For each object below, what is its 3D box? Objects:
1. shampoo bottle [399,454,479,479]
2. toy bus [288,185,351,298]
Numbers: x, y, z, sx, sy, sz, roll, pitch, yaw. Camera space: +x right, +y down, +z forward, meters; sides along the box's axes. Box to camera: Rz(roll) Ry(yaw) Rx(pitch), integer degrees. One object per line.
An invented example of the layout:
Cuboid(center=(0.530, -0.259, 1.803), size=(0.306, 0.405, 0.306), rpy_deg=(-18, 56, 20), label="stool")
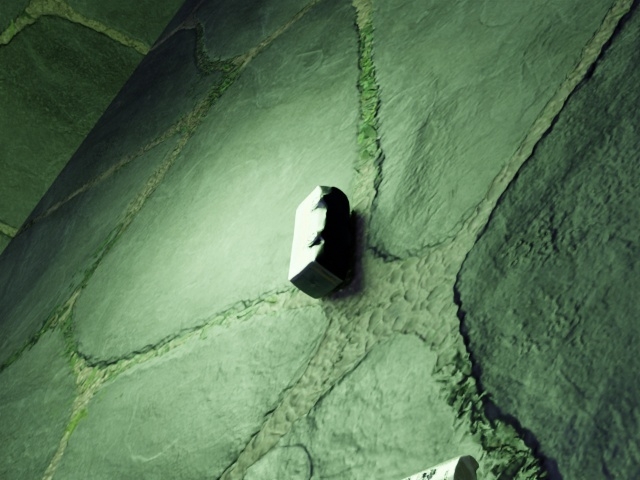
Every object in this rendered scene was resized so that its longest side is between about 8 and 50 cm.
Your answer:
Cuboid(center=(0.070, 0.220, 0.835), size=(0.141, 0.034, 0.049), rpy_deg=(-31, 35, 34), label="shampoo bottle")
Cuboid(center=(0.000, 0.000, 1.247), size=(0.072, 0.057, 0.172), rpy_deg=(-42, 24, 28), label="toy bus")
